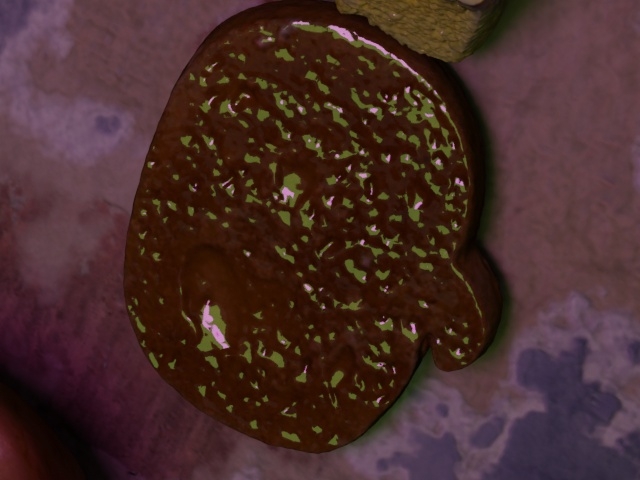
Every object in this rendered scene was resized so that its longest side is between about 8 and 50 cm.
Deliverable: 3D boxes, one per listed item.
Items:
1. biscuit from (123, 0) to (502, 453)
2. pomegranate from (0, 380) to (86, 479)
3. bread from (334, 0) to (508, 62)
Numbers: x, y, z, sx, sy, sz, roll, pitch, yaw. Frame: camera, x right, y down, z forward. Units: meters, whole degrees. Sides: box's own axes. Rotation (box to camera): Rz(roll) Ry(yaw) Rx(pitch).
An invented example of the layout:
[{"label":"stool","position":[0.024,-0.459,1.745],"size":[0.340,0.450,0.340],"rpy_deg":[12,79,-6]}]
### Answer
[{"label":"biscuit","position":[0.000,0.000,1.130],"size":[0.314,0.063,0.367],"rpy_deg":[24,114,9]},{"label":"pomegranate","position":[-0.388,0.269,1.180],"size":[0.411,0.411,0.411],"rpy_deg":[7,110,19]},{"label":"bread","position":[0.078,-0.198,0.996],"size":[0.129,0.114,0.111],"rpy_deg":[19,83,-4]}]
